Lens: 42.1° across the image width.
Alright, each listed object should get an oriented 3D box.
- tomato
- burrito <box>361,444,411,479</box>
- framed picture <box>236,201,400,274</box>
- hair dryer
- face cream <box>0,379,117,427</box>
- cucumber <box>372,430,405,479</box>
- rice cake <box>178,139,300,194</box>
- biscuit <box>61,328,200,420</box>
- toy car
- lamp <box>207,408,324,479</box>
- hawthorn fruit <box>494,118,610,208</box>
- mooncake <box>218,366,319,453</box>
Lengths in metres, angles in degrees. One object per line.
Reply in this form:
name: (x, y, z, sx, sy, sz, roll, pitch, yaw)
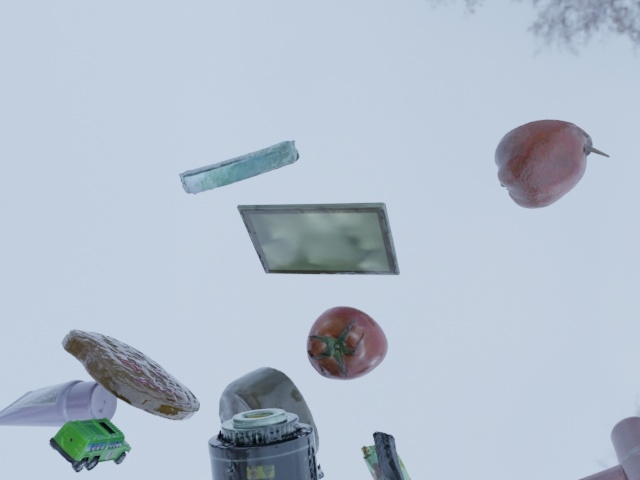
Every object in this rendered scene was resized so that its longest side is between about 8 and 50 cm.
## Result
tomato: (0.060, 0.215, 1.745, 0.167, 0.167, 0.167, -28, -57, -55)
burrito: (0.187, 0.535, 1.725, 0.288, 0.104, 0.054, 62, -163, -2)
framed picture: (0.000, 0.000, 1.294, 0.173, 0.231, 0.010, 73, -157, -48)
hair dryer: (0.706, 0.591, 2.097, 0.125, 0.353, 0.210, 57, -162, -25)
face cream: (-0.565, 0.347, 1.752, 0.154, 0.274, 0.096, -44, -58, -60)
cucumber: (0.103, 0.334, 1.214, 0.134, 0.034, 0.033, -102, -2, -53)
rice cake: (-0.138, -0.126, 1.434, 0.211, 0.034, 0.043, -18, -62, -13)
biscuit: (-0.355, 0.257, 1.606, 0.049, 0.257, 0.273, -55, -31, -2)
toy car: (-0.377, 0.337, 1.394, 0.062, 0.071, 0.165, -55, -21, 4)
lamp: (-0.107, 0.459, 1.562, 0.374, 0.205, 0.272, -62, -37, -67)
hawthorn fruit: (0.561, -0.198, 2.022, 0.210, 0.262, 0.210, 50, -149, -46)
mooncake: (-0.143, 0.480, 2.158, 0.156, 0.284, 0.284, -24, -58, -33)
